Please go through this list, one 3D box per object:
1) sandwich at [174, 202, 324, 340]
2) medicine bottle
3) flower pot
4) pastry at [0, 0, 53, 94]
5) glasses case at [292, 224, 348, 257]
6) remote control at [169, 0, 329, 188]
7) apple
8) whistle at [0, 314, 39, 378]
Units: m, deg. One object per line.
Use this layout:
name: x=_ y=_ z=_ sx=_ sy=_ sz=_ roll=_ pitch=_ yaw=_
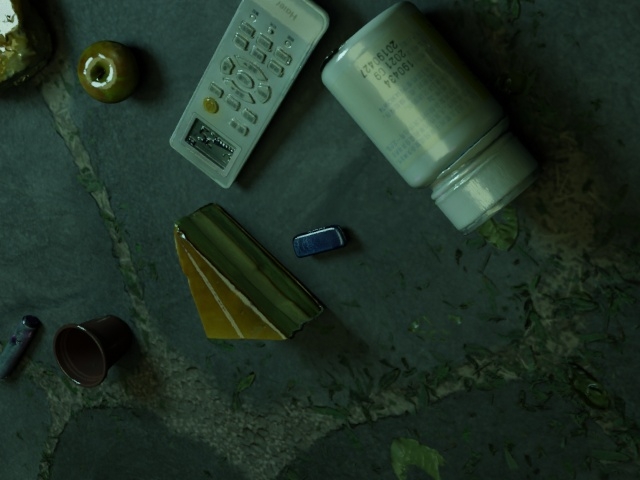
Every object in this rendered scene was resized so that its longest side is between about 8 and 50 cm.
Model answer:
sandwich: x=-0.100 y=0.038 z=1.424 sx=0.144 sy=0.117 sz=0.187 roll=-9 pitch=104 yaw=30
medicine bottle: x=0.131 y=-0.140 z=1.192 sx=0.258 sy=0.143 sz=0.143 roll=51 pitch=126 yaw=2
flower pot: x=-0.360 y=0.168 z=1.649 sx=0.111 sy=0.089 sz=0.111 roll=12 pitch=116 yaw=25
pastry: x=-0.502 y=-0.306 z=1.514 sx=0.219 sy=0.100 sz=0.228 roll=29 pitch=118 yaw=12
glasses case: x=0.000 y=0.000 z=1.404 sx=0.083 sy=0.023 sz=0.033 roll=-15 pitch=95 yaw=32
remote control: x=-0.094 y=-0.209 z=1.352 sx=0.109 sy=0.055 sz=0.313 roll=38 pitch=130 yaw=2
apple: x=-0.296 y=-0.238 z=1.439 sx=0.090 sy=0.074 sz=0.089 roll=11 pitch=115 yaw=24
whistle: x=-0.538 y=0.192 z=1.798 sx=0.033 sy=0.033 sz=0.176 roll=43 pitch=125 yaw=7
